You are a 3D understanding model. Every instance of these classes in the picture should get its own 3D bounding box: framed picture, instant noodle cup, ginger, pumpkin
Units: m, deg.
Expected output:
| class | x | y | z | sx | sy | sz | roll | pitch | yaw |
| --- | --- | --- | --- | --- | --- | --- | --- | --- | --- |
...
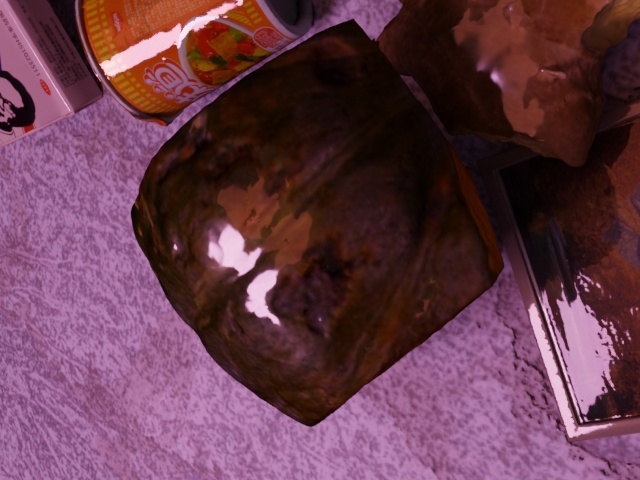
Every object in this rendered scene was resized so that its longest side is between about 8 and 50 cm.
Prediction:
| class | x | y | z | sx | sy | sz | roll | pitch | yaw |
| --- | --- | --- | --- | --- | --- | --- | --- | --- | --- |
| framed picture | 0.241 | 0.024 | 0.535 | 0.184 | 0.016 | 0.249 | -19 | 85 | 35 |
| instant noodle cup | -0.113 | -0.220 | 0.677 | 0.185 | 0.168 | 0.168 | -16 | 86 | 28 |
| ginger | 0.154 | -0.201 | 0.505 | 0.219 | 0.123 | 0.270 | 30 | 108 | 33 |
| pumpkin | 0.000 | 0.000 | 0.550 | 0.256 | 0.303 | 0.225 | -39 | 79 | 7 |

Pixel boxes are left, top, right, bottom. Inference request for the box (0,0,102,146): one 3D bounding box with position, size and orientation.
| class | x | y | z | sx | sy | sz | roll | pitch | yaw |
| --- | --- | --- | --- | --- | --- | --- | --- | --- | --- |
| box | -0.444 | -0.295 | 0.856 | 0.214 | 0.069 | 0.353 | -11 | 117 | 35 |
